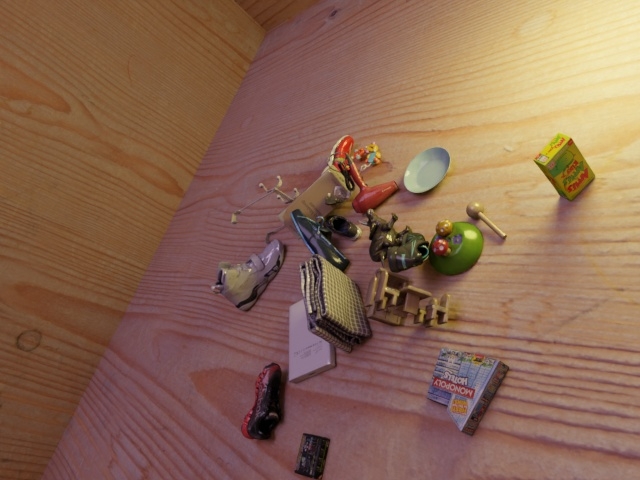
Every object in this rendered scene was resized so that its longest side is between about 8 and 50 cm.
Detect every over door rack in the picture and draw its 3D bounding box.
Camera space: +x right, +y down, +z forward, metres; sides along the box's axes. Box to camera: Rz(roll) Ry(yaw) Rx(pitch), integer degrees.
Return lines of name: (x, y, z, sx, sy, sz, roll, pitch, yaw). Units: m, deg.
over door rack: (-0.222, -0.147, 2.145, 0.324, 0.239, 0.108, -35, 43, 26)

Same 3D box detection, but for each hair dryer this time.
hair dryer: (0.154, -0.215, 1.801, 0.080, 0.294, 0.223, -49, -33, -67)

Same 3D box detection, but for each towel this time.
towel: (0.046, 0.208, 1.566, 0.121, 0.235, 0.283, -33, 42, 21)

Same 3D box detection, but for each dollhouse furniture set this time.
dollhouse furniture set: (0.245, 0.154, 1.398, 0.242, 0.212, 0.161, 137, 151, -66)

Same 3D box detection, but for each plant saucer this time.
plant saucer: (0.392, -0.248, 1.679, 0.195, 0.037, 0.195, -30, 43, 32)

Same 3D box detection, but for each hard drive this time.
hard drive: (-0.037, 0.348, 1.715, 0.203, 0.040, 0.307, -32, 42, 31)

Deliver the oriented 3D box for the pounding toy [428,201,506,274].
pounding toy: (0.409, -0.013, 1.414, 0.237, 0.110, 0.183, -42, 38, 19)

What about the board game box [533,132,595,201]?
board game box: (0.642, -0.190, 1.216, 0.092, 0.181, 0.043, -50, 36, 9)

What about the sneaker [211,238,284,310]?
sneaker: (-0.326, 0.126, 2.079, 0.365, 0.210, 0.137, -57, 36, 0)

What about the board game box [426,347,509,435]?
board game box: (0.362, 0.388, 1.201, 0.194, 0.060, 0.194, 2, 64, 50)

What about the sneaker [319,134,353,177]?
sneaker: (0.101, -0.335, 2.061, 0.118, 0.107, 0.279, 15, 78, 34)

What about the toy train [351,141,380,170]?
toy train: (0.201, -0.351, 1.975, 0.125, 0.046, 0.166, -38, 36, 18)

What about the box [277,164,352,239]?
box: (-0.021, -0.161, 1.974, 0.311, 0.148, 0.121, -42, 6, 21)

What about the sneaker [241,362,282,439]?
sneaker: (-0.185, 0.581, 1.660, 0.135, 0.098, 0.276, -2, 64, 49)

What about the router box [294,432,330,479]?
router box: (-0.027, 0.674, 1.451, 0.092, 0.038, 0.122, -11, 55, 44)

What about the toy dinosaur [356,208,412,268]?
toy dinosaur: (0.225, 0.009, 1.613, 0.160, 0.121, 0.313, -39, 32, 35)

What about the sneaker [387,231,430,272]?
sneaker: (0.297, 0.037, 1.445, 0.106, 0.101, 0.267, -10, 13, 29)

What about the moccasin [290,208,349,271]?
moccasin: (0.000, 0.000, 1.852, 0.117, 0.137, 0.342, -34, 67, -1)

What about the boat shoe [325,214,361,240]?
boat shoe: (0.074, -0.063, 1.873, 0.080, 0.076, 0.228, -55, 36, 2)
